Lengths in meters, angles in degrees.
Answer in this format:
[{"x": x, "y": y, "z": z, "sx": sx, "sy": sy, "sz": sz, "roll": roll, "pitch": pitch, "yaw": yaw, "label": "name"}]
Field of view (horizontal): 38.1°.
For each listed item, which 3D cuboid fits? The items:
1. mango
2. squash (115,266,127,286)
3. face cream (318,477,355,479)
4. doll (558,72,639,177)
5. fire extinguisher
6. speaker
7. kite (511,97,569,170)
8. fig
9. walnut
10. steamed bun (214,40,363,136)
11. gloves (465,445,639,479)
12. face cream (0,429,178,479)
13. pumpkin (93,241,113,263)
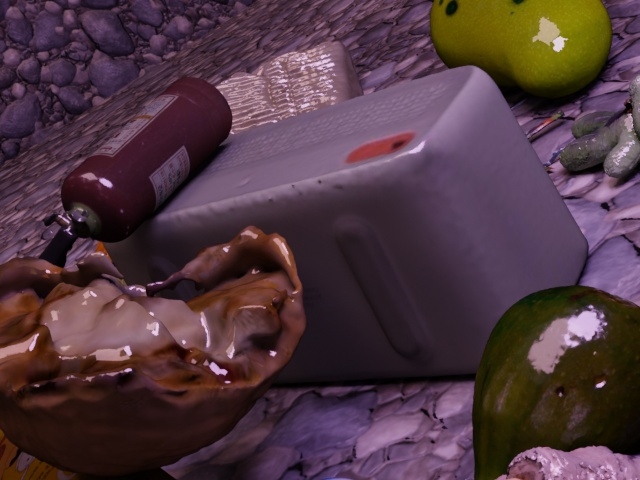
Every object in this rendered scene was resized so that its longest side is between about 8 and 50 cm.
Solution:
[{"x": 0.237, "y": -0.252, "z": 1.101, "sx": 0.175, "sy": 0.143, "sz": 0.293, "roll": -34, "pitch": 32, "yaw": -2, "label": "mango"}, {"x": -0.345, "y": 0.122, "z": 1.161, "sx": 0.252, "sy": 0.049, "sz": 0.252, "roll": -25, "pitch": 23, "yaw": 12, "label": "squash"}, {"x": 0.016, "y": 0.213, "z": 0.423, "sx": 0.149, "sy": 0.083, "sz": 0.264, "roll": -63, "pitch": 20, "yaw": 18, "label": "face cream"}, {"x": 0.278, "y": -0.105, "z": 0.830, "sx": 0.150, "sy": 0.077, "sz": 0.115, "roll": -18, "pitch": 24, "yaw": 51, "label": "doll"}, {"x": -0.165, "y": -0.047, "z": 0.792, "sx": 0.231, "sy": 0.071, "sz": 0.099, "roll": -54, "pitch": 3, "yaw": -41, "label": "fire extinguisher"}, {"x": 0.000, "y": 0.000, "z": 0.804, "sx": 0.406, "sy": 0.184, "sz": 0.183, "roll": -10, "pitch": 30, "yaw": 42, "label": "speaker"}, {"x": 0.192, "y": -0.090, "z": 0.979, "sx": 0.160, "sy": 0.010, "sz": 0.183, "roll": -35, "pitch": 25, "yaw": 1, "label": "kite"}, {"x": 0.129, "y": 0.105, "z": 0.543, "sx": 0.177, "sy": 0.117, "sz": 0.117, "roll": -48, "pitch": 26, "yaw": -13, "label": "fig"}, {"x": -0.127, "y": 0.088, "z": 0.642, "sx": 0.238, "sy": 0.141, "sz": 0.204, "roll": -5, "pitch": 24, "yaw": -5, "label": "walnut"}, {"x": -0.039, "y": -0.141, "z": 1.211, "sx": 0.211, "sy": 0.144, "sz": 0.218, "roll": -17, "pitch": 50, "yaw": 2, "label": "steamed bun"}, {"x": 0.131, "y": 0.148, "z": 0.449, "sx": 0.144, "sy": 0.110, "sz": 0.094, "roll": -23, "pitch": 66, "yaw": 21, "label": "gloves"}, {"x": -0.158, "y": 0.204, "z": 0.682, "sx": 0.105, "sy": 0.105, "sz": 0.349, "roll": -41, "pitch": 25, "yaw": -22, "label": "face cream"}, {"x": -0.305, "y": 0.008, "z": 1.369, "sx": 0.073, "sy": 0.035, "sz": 0.101, "roll": -5, "pitch": 31, "yaw": 42, "label": "pumpkin"}]
